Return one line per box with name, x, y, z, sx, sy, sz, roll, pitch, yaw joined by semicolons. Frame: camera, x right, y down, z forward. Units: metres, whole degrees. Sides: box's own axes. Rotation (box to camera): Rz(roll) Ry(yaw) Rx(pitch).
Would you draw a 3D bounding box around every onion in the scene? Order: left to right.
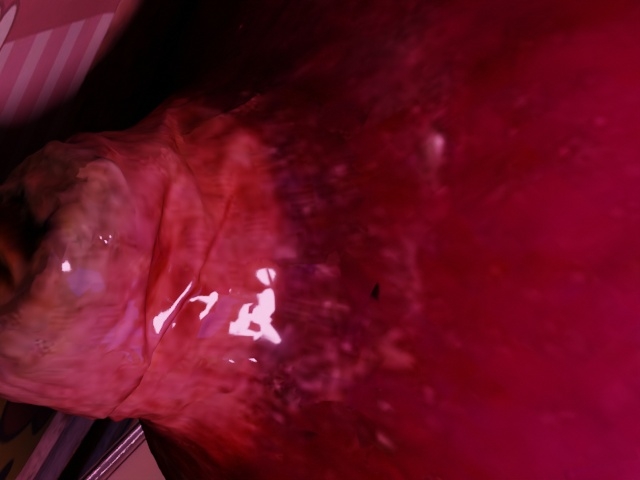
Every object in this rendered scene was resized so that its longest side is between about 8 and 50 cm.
onion;0.040;0.007;0.453;0.385;0.348;0.348;1;126;-46

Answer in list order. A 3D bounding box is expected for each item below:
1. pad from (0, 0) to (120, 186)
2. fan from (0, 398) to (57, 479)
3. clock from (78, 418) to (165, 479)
pad;-0.110;0.010;0.286;0.202;0.005;0.300;-61;178;18
fan;-0.114;0.042;0.608;0.335;0.011;0.229;-58;177;-26
clock;-0.119;0.176;0.970;0.192;0.071;0.147;-46;175;-13
